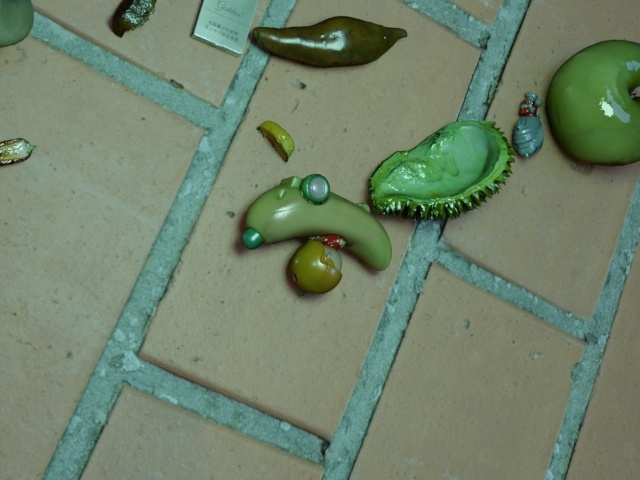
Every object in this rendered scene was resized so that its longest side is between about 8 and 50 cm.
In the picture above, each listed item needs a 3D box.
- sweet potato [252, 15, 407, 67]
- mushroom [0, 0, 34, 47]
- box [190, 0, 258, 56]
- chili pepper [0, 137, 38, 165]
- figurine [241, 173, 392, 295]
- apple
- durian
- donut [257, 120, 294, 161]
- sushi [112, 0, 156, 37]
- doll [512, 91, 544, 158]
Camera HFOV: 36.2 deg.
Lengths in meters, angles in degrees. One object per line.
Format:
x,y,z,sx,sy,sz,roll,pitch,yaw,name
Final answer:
0.036,-0.413,2.037,0.359,0.112,0.112,-12,88,-29,sweet potato
-0.609,-0.382,1.709,0.204,0.204,0.204,3,82,-24,mushroom
-0.184,-0.481,1.986,0.109,0.029,0.198,20,76,-21,box
-0.594,-0.148,1.752,0.178,0.027,0.045,-17,86,-26,chili pepper
0.000,0.000,1.957,0.325,0.124,0.222,24,74,-24,figurine
0.657,-0.308,2.227,0.292,0.254,0.291,5,78,-23,apple
0.269,-0.144,2.081,0.394,0.163,0.198,-25,89,-24,durian
-0.087,-0.208,1.994,0.083,0.067,0.038,39,73,19,donut
-0.352,-0.447,1.890,0.055,0.052,0.120,43,64,-33,sushi
0.479,-0.259,2.241,0.094,0.079,0.180,39,53,-41,doll
